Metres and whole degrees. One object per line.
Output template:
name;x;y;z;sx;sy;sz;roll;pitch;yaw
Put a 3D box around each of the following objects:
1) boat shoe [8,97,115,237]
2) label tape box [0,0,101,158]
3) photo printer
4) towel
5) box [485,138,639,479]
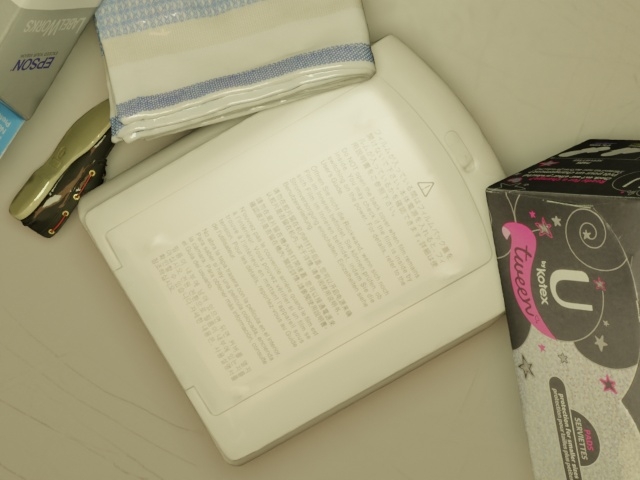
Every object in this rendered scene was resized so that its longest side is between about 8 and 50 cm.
boat shoe;-0.197;-0.061;1.311;0.042;0.049;0.133;39;92;-31
label tape box;-0.282;-0.241;1.194;0.249;0.115;0.347;41;111;12
photo printer;0.000;0.000;1.277;0.308;0.107;0.256;-31;96;6
towel;-0.085;-0.226;1.232;0.209;0.034;0.285;-14;75;4
box;0.240;0.060;1.214;0.163;0.142;0.247;5;112;45
